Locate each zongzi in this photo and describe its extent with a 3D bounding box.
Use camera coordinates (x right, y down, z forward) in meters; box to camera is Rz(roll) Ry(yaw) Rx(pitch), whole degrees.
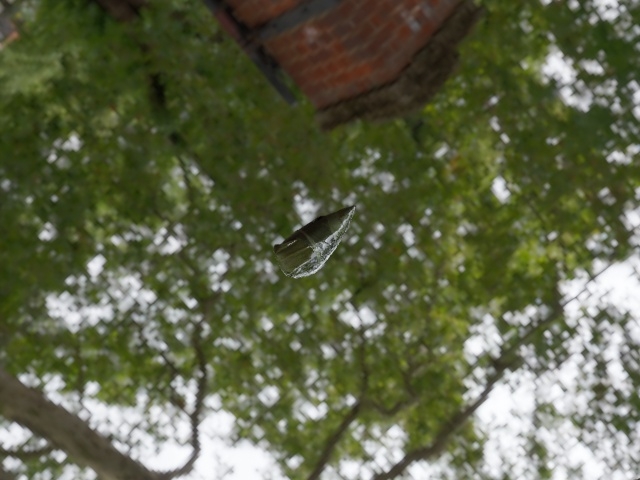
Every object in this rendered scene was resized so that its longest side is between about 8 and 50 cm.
[{"bbox_3d":[0.000,0.000,1.546,0.119,0.055,0.109,-38,175,0],"label":"zongzi"}]

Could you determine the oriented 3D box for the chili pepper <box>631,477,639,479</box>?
[{"bbox_3d":[0.571,0.375,1.942,0.168,0.088,0.065,-28,-129,9],"label":"chili pepper"}]
